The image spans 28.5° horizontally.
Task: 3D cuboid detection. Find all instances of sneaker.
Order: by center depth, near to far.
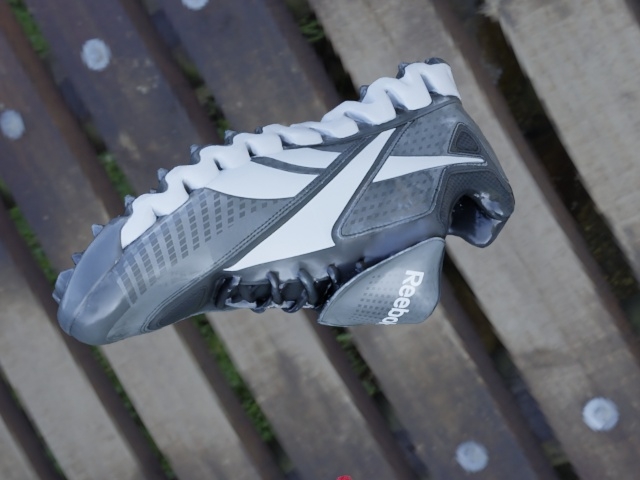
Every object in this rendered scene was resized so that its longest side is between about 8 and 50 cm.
[{"bbox_3d":[0.000,0.000,0.552,0.106,0.234,0.078,52,145,15],"label":"sneaker"}]

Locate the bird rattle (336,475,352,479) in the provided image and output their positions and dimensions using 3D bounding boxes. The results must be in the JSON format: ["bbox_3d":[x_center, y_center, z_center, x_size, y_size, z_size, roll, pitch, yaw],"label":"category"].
[{"bbox_3d":[-0.063,0.250,0.714,0.143,0.253,0.207,46,132,-3],"label":"bird rattle"}]
